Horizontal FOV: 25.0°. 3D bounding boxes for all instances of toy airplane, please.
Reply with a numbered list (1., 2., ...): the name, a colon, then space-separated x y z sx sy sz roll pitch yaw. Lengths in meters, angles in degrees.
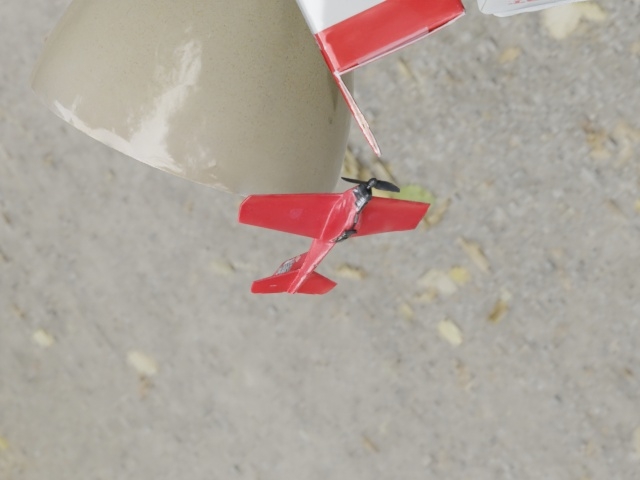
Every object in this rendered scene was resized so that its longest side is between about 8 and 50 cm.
1. toy airplane: 0.000 0.000 0.992 0.151 0.151 0.028 124 137 -53

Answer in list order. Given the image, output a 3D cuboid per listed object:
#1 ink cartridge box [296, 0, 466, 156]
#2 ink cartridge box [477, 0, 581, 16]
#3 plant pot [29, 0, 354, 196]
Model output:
1. ink cartridge box: 0.011 -0.169 0.782 0.134 0.078 0.231 -96 -19 -80
2. ink cartridge box: 0.305 -0.376 1.507 0.384 0.279 0.160 99 160 -85
3. plant pot: -0.086 -0.177 1.244 0.284 0.284 0.191 31 108 27
